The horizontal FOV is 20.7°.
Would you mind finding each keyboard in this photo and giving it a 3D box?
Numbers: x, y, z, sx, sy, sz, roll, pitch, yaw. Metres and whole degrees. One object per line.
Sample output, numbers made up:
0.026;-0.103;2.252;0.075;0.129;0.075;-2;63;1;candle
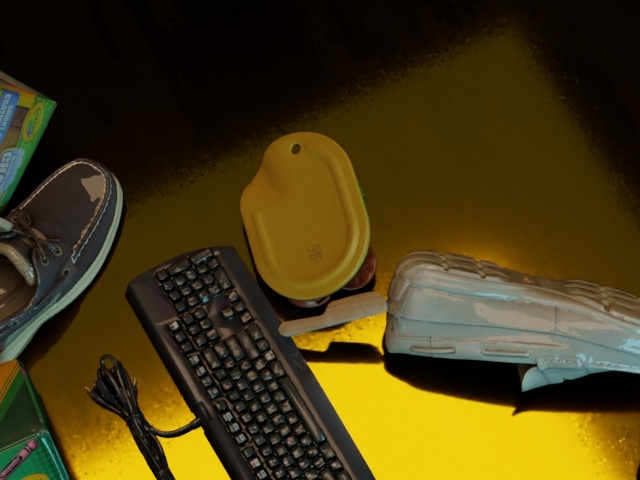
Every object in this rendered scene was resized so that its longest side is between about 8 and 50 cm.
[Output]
-0.102;0.164;1.715;0.201;0.033;0.317;-29;70;-10;keyboard

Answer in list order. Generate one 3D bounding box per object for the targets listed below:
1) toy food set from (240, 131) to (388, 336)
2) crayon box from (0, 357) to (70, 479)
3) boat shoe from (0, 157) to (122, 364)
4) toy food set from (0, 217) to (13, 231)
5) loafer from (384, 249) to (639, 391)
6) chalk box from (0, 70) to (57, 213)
0.000;0.000;1.765;0.128;0.071;0.217;-23;66;17;toy food set
-0.379;0.227;1.618;0.278;0.081;0.165;-24;25;-9;crayon box
-0.297;0.029;1.736;0.103;0.092;0.285;34;73;13;boat shoe
-0.449;0.090;1.673;0.220;0.092;0.306;6;57;35;toy food set
0.220;0.093;1.710;0.319;0.112;0.111;13;105;5;loafer
-0.362;-0.113;1.726;0.132;0.213;0.132;29;98;23;chalk box
